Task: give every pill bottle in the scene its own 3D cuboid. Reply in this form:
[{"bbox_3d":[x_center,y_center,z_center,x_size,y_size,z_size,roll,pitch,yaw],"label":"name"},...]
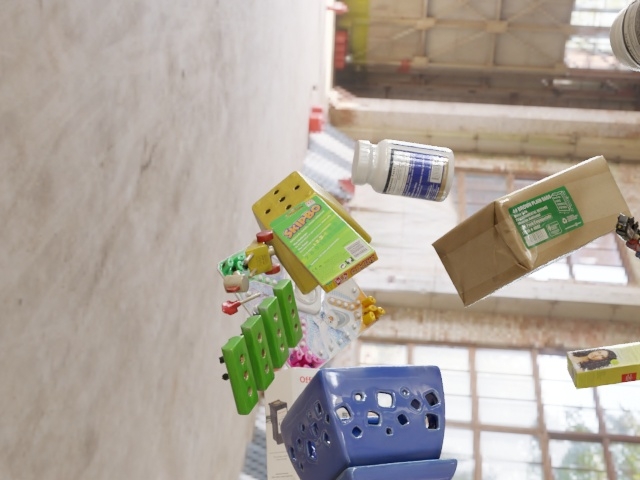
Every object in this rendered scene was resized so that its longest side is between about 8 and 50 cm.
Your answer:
[{"bbox_3d":[0.224,-0.197,2.394,0.153,0.265,0.153,-171,-90,-85],"label":"pill bottle"},{"bbox_3d":[0.627,-0.379,1.520,0.278,0.162,0.162,-143,-124,-84],"label":"pill bottle"}]

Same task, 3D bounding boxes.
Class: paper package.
[{"bbox_3d":[0.460,-0.019,1.904,0.168,0.325,0.309,63,-27,10],"label":"paper package"}]

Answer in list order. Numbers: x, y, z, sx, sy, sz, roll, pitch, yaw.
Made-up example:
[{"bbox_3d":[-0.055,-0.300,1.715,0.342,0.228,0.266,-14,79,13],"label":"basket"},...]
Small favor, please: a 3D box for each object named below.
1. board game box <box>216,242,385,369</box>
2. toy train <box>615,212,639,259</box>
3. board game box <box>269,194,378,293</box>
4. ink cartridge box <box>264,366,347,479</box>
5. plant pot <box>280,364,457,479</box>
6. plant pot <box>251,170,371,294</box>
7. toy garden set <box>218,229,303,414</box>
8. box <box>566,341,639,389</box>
[{"bbox_3d":[-0.042,0.140,2.434,0.390,0.390,0.050,-32,175,-45],"label":"board game box"},{"bbox_3d":[0.487,-0.001,1.337,0.158,0.027,0.036,28,84,-50],"label":"toy train"},{"bbox_3d":[0.000,0.000,1.756,0.259,0.124,0.039,47,-13,47],"label":"board game box"},{"bbox_3d":[-0.029,0.407,1.907,0.172,0.100,0.237,14,66,-46],"label":"ink cartridge box"},{"bbox_3d":[0.087,0.359,1.496,0.236,0.236,0.212,119,-36,-48],"label":"plant pot"},{"bbox_3d":[-0.043,-0.038,2.084,0.187,0.212,0.212,50,1,-34],"label":"plant pot"},{"bbox_3d":[-0.107,0.115,1.331,0.244,0.049,0.204,-49,132,-62],"label":"toy garden set"},{"bbox_3d":[0.716,0.297,2.080,0.087,0.232,0.058,-98,180,-60],"label":"box"}]
